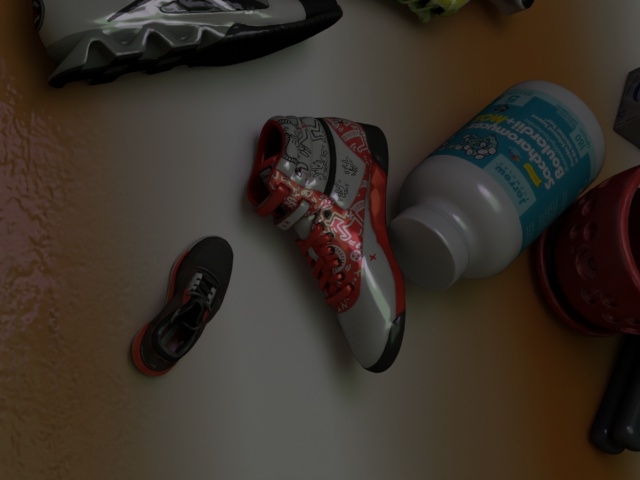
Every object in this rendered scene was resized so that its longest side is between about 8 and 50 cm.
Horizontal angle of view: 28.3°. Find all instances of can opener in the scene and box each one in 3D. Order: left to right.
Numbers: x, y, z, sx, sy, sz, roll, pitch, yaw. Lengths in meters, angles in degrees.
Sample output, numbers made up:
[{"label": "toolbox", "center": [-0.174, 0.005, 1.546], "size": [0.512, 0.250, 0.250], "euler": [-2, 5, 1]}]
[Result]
[{"label": "can opener", "center": [0.413, 0.140, 1.510], "size": [0.095, 0.076, 0.283], "euler": [38, 60, -17]}]

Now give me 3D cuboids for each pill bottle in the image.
[{"label": "pill bottle", "center": [0.186, -0.055, 1.378], "size": [0.264, 0.146, 0.146], "euler": [-41, 99, -34]}]

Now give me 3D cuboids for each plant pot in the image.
[{"label": "plant pot", "center": [0.352, 0.020, 1.445], "size": [0.191, 0.174, 0.191], "euler": [10, 70, -31]}]

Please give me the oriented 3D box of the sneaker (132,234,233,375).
[{"label": "sneaker", "center": [-0.117, 0.059, 1.201], "size": [0.061, 0.065, 0.158], "euler": [36, 60, -19]}]

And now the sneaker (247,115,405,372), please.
[{"label": "sneaker", "center": [-0.001, 0.000, 1.281], "size": [0.145, 0.090, 0.270], "euler": [7, 69, -30]}]

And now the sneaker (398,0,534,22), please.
[{"label": "sneaker", "center": [0.105, -0.324, 1.412], "size": [0.385, 0.145, 0.147], "euler": [-8, 89, -29]}]

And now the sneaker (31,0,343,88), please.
[{"label": "sneaker", "center": [-0.125, -0.247, 1.251], "size": [0.331, 0.122, 0.146], "euler": [-12, 84, -35]}]

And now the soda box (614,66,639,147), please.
[{"label": "soda box", "center": [0.520, -0.122, 1.645], "size": [0.286, 0.091, 0.098], "euler": [32, 62, -21]}]
